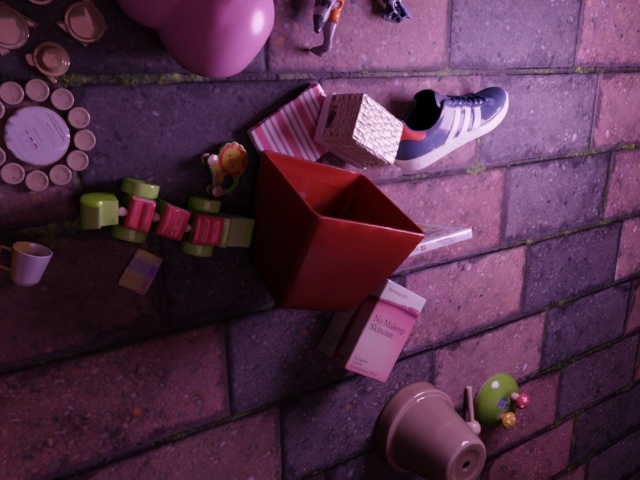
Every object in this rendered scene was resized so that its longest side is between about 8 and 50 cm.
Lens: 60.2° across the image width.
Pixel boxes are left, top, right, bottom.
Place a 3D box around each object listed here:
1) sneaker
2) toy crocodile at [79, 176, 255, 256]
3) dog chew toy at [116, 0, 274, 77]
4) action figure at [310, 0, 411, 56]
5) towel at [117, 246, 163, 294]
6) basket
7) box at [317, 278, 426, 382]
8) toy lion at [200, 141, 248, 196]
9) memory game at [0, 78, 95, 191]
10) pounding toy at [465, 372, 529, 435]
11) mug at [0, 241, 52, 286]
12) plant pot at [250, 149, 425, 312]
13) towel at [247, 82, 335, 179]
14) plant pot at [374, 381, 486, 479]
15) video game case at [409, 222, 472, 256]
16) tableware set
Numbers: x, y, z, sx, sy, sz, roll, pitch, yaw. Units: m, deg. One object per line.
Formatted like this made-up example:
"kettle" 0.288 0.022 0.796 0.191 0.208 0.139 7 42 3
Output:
"sneaker" 0.307 -0.308 1.309 0.350 0.131 0.148 -35 124 -19
"toy crocodile" -0.274 -0.036 1.033 0.341 0.105 0.115 13 97 -35
"dog chew toy" -0.240 -0.419 0.896 0.332 0.207 0.206 32 85 -26
"action figure" 0.078 -0.521 1.081 0.341 0.178 0.330 36 93 -33
"towel" -0.349 0.060 1.071 0.060 0.009 0.083 30 86 -34
"basket" 0.086 -0.232 1.181 0.167 0.103 0.113 23 79 -45
"box" 0.125 0.203 1.345 0.149 0.127 0.232 27 89 -35
"toy lion" -0.187 -0.145 1.105 0.096 0.034 0.100 -20 114 -35
"memory game" -0.474 -0.175 0.921 0.186 0.012 0.186 -10 109 -30
"pounding toy" 0.568 0.528 1.734 0.237 0.110 0.182 -7 107 -31
"mug" -0.505 0.040 0.945 0.062 0.078 0.064 -6 121 -65
"plant pot" 0.000 0.000 1.132 0.267 0.267 0.235 8 118 -34
"towel" -0.050 -0.224 1.171 0.197 0.029 0.144 -39 124 -17
"plant pot" 0.317 0.556 1.511 0.263 0.229 0.263 -11 111 -30
"video game case" 0.191 -0.005 1.266 0.206 0.227 0.026 -15 103 -29
"tableware set" -0.441 -0.347 0.888 0.141 0.020 0.168 43 80 -35
